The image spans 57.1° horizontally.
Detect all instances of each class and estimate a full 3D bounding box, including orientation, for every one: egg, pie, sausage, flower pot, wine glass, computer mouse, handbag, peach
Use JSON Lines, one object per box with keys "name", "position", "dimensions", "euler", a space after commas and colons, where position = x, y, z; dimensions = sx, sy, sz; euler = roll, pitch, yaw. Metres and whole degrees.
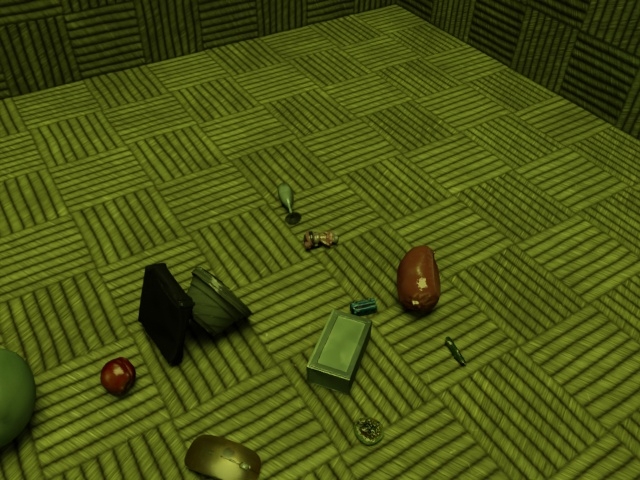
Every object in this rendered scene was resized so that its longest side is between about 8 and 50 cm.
{"name": "egg", "position": [-0.853, 0.407, 1.533], "dimensions": [0.202, 0.203, 0.283], "euler": [-11, 42, -13]}
{"name": "pie", "position": [0.131, 0.511, 1.587], "dimensions": [0.084, 0.021, 0.084], "euler": [1, 44, -1]}
{"name": "sausage", "position": [0.321, 0.128, 1.917], "dimensions": [0.148, 0.148, 0.254], "euler": [4, 38, 3]}
{"name": "flower pot", "position": [-0.332, 0.200, 1.789], "dimensions": [0.235, 0.235, 0.140], "euler": [30, 72, 26]}
{"name": "wine glass", "position": [-0.122, -0.146, 2.249], "dimensions": [0.066, 0.066, 0.198], "euler": [-7, 43, -10]}
{"name": "computer mouse", "position": [-0.251, 0.563, 1.503], "dimensions": [0.199, 0.045, 0.102], "euler": [15, 47, 14]}
{"name": "handbag", "position": [-0.449, 0.211, 1.733], "dimensions": [0.080, 0.247, 0.223], "euler": [-14, 43, -41]}
{"name": "peach", "position": [-0.573, 0.378, 1.654], "dimensions": [0.100, 0.101, 0.101], "euler": [1, 43, -1]}

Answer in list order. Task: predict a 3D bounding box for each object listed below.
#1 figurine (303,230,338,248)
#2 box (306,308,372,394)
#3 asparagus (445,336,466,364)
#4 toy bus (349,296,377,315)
{"name": "figurine", "position": [0.000, 0.000, 2.109], "dimensions": [0.129, 0.054, 0.072], "euler": [0, 58, -13]}
{"name": "box", "position": [0.058, 0.324, 1.737], "dimensions": [0.129, 0.086, 0.225], "euler": [15, 45, 14]}
{"name": "asparagus", "position": [0.410, 0.338, 1.780], "dimensions": [0.025, 0.021, 0.108], "euler": [-17, 47, -14]}
{"name": "toy bus", "position": [0.138, 0.215, 1.889], "dimensions": [0.083, 0.038, 0.046], "euler": [-10, 48, -12]}
